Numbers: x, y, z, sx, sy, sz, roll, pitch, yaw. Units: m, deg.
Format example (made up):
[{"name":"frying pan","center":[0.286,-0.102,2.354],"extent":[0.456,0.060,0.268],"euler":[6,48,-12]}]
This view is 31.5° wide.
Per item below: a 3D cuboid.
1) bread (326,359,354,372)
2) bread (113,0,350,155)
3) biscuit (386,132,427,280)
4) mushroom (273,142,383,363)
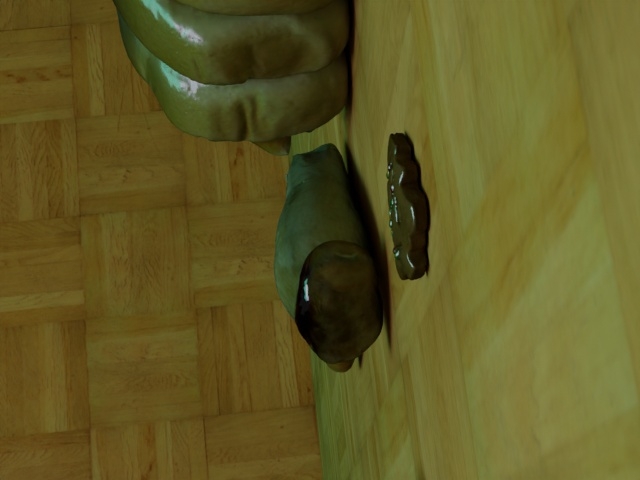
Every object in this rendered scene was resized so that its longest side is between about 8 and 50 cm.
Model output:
[{"name":"bread","center":[0.012,0.075,1.131],"extent":[0.154,0.054,0.135],"euler":[-96,-1,-62]},{"name":"bread","center":[-0.086,-0.258,0.942],"extent":[0.341,0.210,0.300],"euler":[94,168,-67]},{"name":"biscuit","center":[0.046,-0.022,0.638],"extent":[0.082,0.016,0.092],"euler":[90,172,-66]},{"name":"mushroom","center":[0.000,0.000,0.950],"extent":[0.312,0.081,0.099],"euler":[-99,11,-69]}]
